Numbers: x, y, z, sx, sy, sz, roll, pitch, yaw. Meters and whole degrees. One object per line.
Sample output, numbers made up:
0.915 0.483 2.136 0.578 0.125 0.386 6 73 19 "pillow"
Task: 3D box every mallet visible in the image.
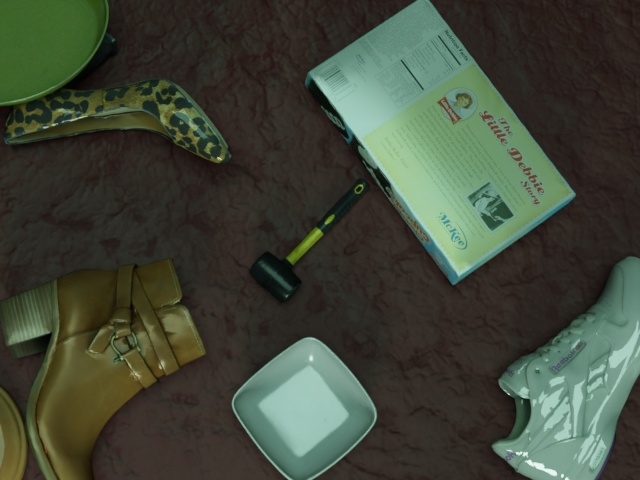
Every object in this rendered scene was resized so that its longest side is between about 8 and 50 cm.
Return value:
0.000 0.000 1.485 0.190 0.039 0.062 -39 84 -15 "mallet"

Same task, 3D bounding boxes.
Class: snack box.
0.149 -0.128 1.507 0.187 0.060 0.322 -34 83 -10 "snack box"

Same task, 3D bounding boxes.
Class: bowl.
-0.019 0.204 1.431 0.142 0.053 0.142 -38 83 -10 "bowl"

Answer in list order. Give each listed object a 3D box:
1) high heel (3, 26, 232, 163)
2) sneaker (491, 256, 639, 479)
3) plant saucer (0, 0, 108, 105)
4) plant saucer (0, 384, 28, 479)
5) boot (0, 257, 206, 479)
-0.250 -0.126 1.456 0.261 0.093 0.186 38 75 17 "high heel"
0.307 0.147 1.435 0.152 0.114 0.305 25 78 0 "sneaker"
-0.374 -0.251 1.469 0.241 0.037 0.241 -3 57 5 "plant saucer"
-0.445 0.245 1.397 0.200 0.037 0.199 1 78 -4 "plant saucer"
-0.240 0.167 1.407 0.220 0.109 0.283 -15 73 -11 "boot"
